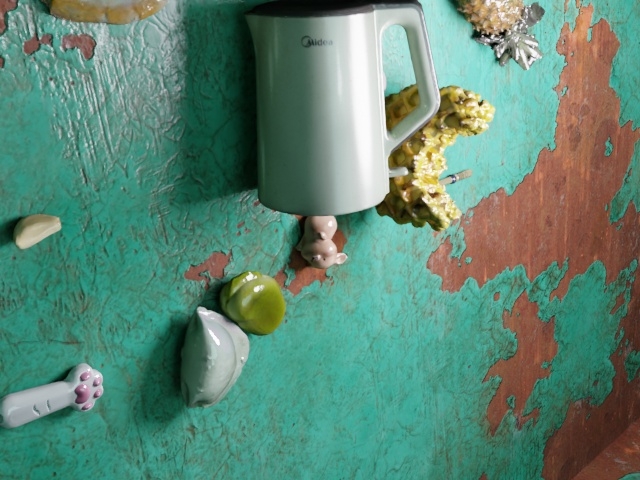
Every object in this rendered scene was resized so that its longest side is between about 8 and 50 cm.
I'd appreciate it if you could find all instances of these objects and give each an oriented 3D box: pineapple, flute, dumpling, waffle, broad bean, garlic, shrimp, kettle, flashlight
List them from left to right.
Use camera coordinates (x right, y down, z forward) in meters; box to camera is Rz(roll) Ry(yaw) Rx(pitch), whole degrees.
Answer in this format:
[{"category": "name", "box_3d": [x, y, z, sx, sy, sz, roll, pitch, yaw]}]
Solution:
[{"category": "garlic", "box_3d": [-0.469, -0.019, 1.389, 0.083, 0.053, 0.041, -28, 126, -26]}, {"category": "flashlight", "box_3d": [-0.482, 0.283, 1.510, 0.200, 0.047, 0.093, -14, 117, -40]}, {"category": "shrimp", "box_3d": [-0.314, -0.445, 1.364, 0.287, 0.068, 0.185, -47, 130, -5]}, {"category": "dumpling", "box_3d": [-0.221, 0.231, 1.706, 0.149, 0.105, 0.216, -31, 125, -67]}, {"category": "broad bean", "box_3d": [-0.139, 0.127, 1.753, 0.174, 0.082, 0.124, 33, 84, -56]}, {"category": "kettle", "box_3d": [0.048, -0.263, 1.599, 0.361, 0.250, 0.376, -3, 111, -1]}, {"category": "waffle", "box_3d": [0.225, -0.187, 1.829, 0.151, 0.261, 0.324, 12, 101, -53]}, {"category": "flute", "box_3d": [0.296, -0.141, 2.083, 0.233, 0.027, 0.027, -21, 120, -36]}, {"category": "pineapple", "box_3d": [0.432, -0.515, 1.968, 0.170, 0.141, 0.310, -30, 141, 16]}]

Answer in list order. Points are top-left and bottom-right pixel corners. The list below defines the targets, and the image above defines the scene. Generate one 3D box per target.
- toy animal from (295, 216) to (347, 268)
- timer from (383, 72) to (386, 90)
[{"category": "toy animal", "box_3d": [0.003, -0.002, 1.825, 0.089, 0.083, 0.150, -16, 116, -41]}, {"category": "timer", "box_3d": [0.066, -0.319, 1.744, 0.136, 0.099, 0.136, -10, 112, -25]}]
